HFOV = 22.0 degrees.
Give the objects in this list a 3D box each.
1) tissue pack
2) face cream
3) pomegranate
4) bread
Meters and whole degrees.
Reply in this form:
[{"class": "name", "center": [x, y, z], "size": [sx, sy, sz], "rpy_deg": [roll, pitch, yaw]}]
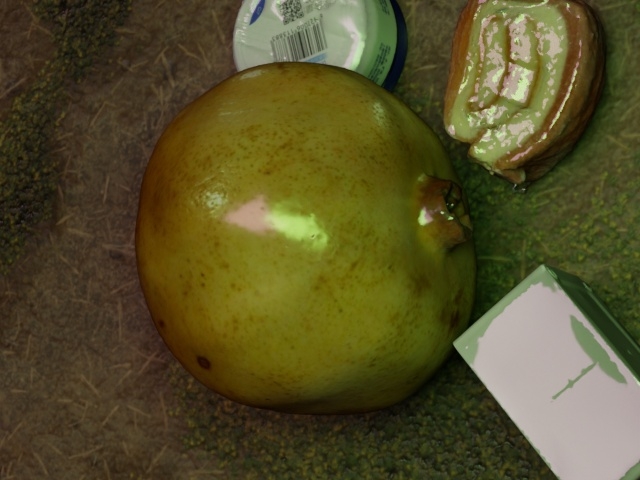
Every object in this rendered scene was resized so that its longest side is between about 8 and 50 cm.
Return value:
[{"class": "tissue pack", "center": [0.290, 0.164, 1.793], "size": [0.136, 0.159, 0.246], "rpy_deg": [-44, 65, 15]}, {"class": "face cream", "center": [-0.005, -0.248, 2.040], "size": [0.205, 0.111, 0.206], "rpy_deg": [-5, 80, 30]}, {"class": "pomegranate", "center": [0.000, 0.000, 1.856], "size": [0.416, 0.416, 0.417], "rpy_deg": [-4, 81, 28]}, {"class": "bread", "center": [0.232, -0.179, 1.893], "size": [0.190, 0.123, 0.244], "rpy_deg": [8, 88, 28]}]
